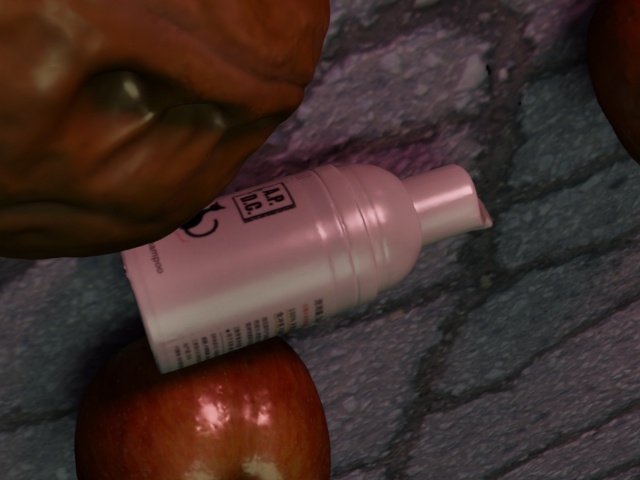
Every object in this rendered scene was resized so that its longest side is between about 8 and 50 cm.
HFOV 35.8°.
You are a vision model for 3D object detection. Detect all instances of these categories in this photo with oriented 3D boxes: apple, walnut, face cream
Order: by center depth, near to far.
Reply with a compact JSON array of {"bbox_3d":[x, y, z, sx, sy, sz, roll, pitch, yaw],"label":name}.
[{"bbox_3d":[-0.159,-0.160,0.540,0.398,0.308,0.354,9,120,-55],"label":"walnut"},{"bbox_3d":[0.000,0.000,0.950,0.369,0.145,0.145,-19,140,-12],"label":"face cream"},{"bbox_3d":[-0.116,0.243,1.060,0.277,0.250,0.309,-28,138,2],"label":"apple"}]

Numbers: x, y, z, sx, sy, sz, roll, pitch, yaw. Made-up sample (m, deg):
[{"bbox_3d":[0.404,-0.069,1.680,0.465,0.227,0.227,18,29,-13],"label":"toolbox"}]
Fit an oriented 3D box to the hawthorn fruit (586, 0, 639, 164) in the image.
[{"bbox_3d":[0.399,-0.147,0.895,0.277,0.298,0.277,-17,137,-16],"label":"hawthorn fruit"}]
